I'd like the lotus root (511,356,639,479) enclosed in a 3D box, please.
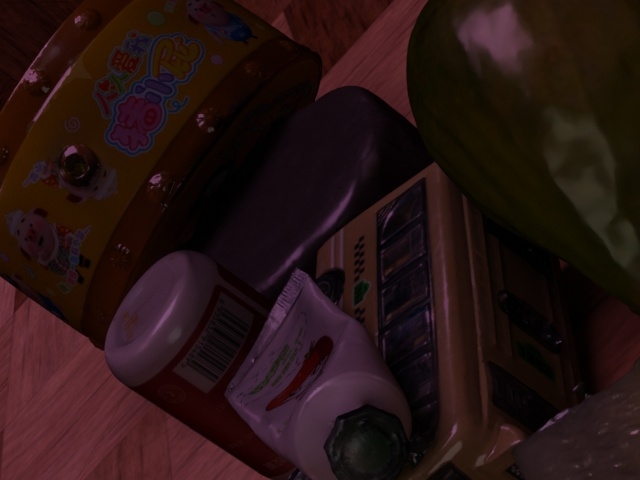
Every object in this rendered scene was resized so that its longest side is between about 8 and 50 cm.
[{"bbox_3d":[0.280,0.138,0.804,0.267,0.149,0.260,-38,26,4],"label":"lotus root"}]

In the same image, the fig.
[{"bbox_3d":[0.211,-0.093,1.128,0.233,0.314,0.233,-41,-19,-17],"label":"fig"}]

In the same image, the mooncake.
[{"bbox_3d":[0.000,0.000,1.500,0.306,0.154,0.306,-43,25,25],"label":"mooncake"}]

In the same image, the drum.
[{"bbox_3d":[-0.197,-0.094,1.698,0.431,0.214,0.431,-54,-8,-11],"label":"drum"}]

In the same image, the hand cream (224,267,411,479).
[{"bbox_3d":[-0.008,0.101,1.065,0.121,0.076,0.336,-56,16,0],"label":"hand cream"}]

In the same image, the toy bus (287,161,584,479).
[{"bbox_3d":[0.094,0.113,1.138,0.202,0.177,0.365,-40,27,27],"label":"toy bus"}]

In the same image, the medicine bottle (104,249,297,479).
[{"bbox_3d":[-0.058,0.122,1.311,0.131,0.250,0.131,-41,26,25],"label":"medicine bottle"}]
